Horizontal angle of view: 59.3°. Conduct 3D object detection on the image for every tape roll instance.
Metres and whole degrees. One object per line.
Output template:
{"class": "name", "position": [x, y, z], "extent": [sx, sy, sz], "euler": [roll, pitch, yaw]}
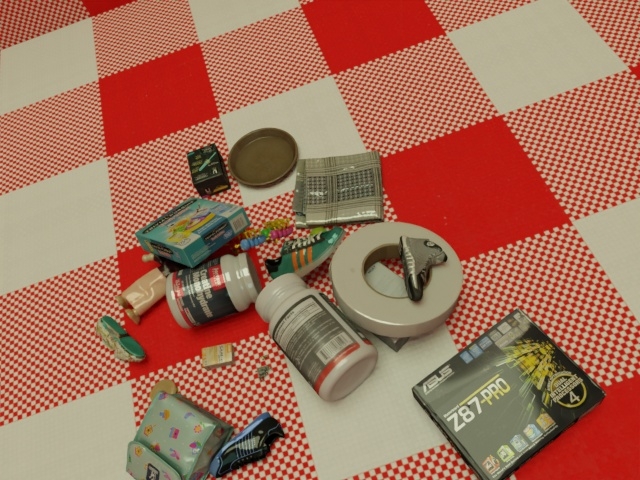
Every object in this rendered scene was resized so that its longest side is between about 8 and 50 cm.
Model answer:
{"class": "tape roll", "position": [0.222, 0.107, 1.672], "extent": [0.392, 0.072, 0.392], "euler": [-2, 49, 2]}

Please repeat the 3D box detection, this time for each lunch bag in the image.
{"class": "lunch bag", "position": [-0.413, 0.593, 1.591], "extent": [0.223, 0.160, 0.262], "euler": [24, 77, 23]}

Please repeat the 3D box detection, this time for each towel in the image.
{"class": "towel", "position": [0.059, -0.188, 2.003], "extent": [0.324, 0.056, 0.312], "euler": [-5, 59, 10]}

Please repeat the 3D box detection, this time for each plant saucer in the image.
{"class": "plant saucer", "position": [-0.218, -0.315, 2.150], "extent": [0.278, 0.041, 0.278], "euler": [-5, 58, 9]}

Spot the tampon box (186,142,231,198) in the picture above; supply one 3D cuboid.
{"class": "tampon box", "position": [-0.423, -0.262, 2.128], "extent": [0.120, 0.101, 0.161], "euler": [-20, 58, 1]}

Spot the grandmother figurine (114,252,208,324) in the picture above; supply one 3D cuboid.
{"class": "grandmother figurine", "position": [-0.536, 0.122, 1.936], "extent": [0.342, 0.104, 0.208], "euler": [-38, 87, -14]}

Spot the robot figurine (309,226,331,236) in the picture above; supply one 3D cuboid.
{"class": "robot figurine", "position": [0.000, 0.000, 1.869], "extent": [0.101, 0.115, 0.067], "euler": [-25, 57, -4]}

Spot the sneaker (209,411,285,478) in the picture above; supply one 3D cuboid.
{"class": "sneaker", "position": [-0.205, 0.594, 1.585], "extent": [0.232, 0.081, 0.090], "euler": [-43, 55, -13]}

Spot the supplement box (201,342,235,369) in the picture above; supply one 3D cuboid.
{"class": "supplement box", "position": [-0.322, 0.365, 1.773], "extent": [0.098, 0.036, 0.062], "euler": [-13, 59, 5]}

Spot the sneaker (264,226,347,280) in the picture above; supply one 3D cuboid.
{"class": "sneaker", "position": [-0.056, 0.034, 1.786], "extent": [0.302, 0.108, 0.121], "euler": [-38, 98, 22]}

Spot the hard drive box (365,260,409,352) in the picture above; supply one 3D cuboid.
{"class": "hard drive box", "position": [0.198, 0.196, 1.725], "extent": [0.232, 0.089, 0.181], "euler": [37, 73, 28]}

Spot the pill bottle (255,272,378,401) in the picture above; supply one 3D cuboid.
{"class": "pill bottle", "position": [-0.020, 0.274, 1.657], "extent": [0.210, 0.210, 0.363], "euler": [-39, 59, -11]}

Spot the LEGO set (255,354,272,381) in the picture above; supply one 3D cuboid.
{"class": "LEGO set", "position": [-0.179, 0.392, 1.732], "extent": [0.054, 0.023, 0.083], "euler": [-24, 58, -2]}

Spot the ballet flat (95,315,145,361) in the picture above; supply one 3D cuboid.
{"class": "ballet flat", "position": [-0.660, 0.341, 1.850], "extent": [0.241, 0.091, 0.077], "euler": [35, 103, 32]}

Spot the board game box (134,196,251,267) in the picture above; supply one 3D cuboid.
{"class": "board game box", "position": [-0.436, -0.039, 1.898], "extent": [0.336, 0.079, 0.254], "euler": [12, 42, 46]}

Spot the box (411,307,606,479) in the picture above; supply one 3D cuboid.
{"class": "box", "position": [0.499, 0.420, 1.522], "extent": [0.395, 0.097, 0.318], "euler": [-34, 56, -8]}

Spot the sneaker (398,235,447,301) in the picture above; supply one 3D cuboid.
{"class": "sneaker", "position": [0.302, 0.071, 1.599], "extent": [0.132, 0.086, 0.229], "euler": [-2, 48, -2]}

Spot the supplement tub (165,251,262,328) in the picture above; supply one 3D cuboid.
{"class": "supplement tub", "position": [-0.340, 0.157, 1.808], "extent": [0.272, 0.191, 0.191], "euler": [-19, 58, 1]}

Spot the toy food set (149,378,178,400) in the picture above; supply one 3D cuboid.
{"class": "toy food set", "position": [-0.488, 0.475, 1.755], "extent": [0.082, 0.020, 0.083], "euler": [28, 69, 25]}

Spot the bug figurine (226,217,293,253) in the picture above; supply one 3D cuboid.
{"class": "bug figurine", "position": [-0.204, -0.013, 1.888], "extent": [0.216, 0.279, 0.072], "euler": [-21, 96, -18]}
